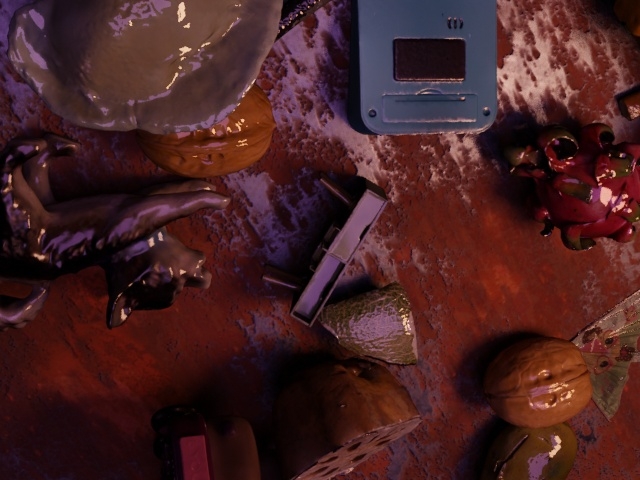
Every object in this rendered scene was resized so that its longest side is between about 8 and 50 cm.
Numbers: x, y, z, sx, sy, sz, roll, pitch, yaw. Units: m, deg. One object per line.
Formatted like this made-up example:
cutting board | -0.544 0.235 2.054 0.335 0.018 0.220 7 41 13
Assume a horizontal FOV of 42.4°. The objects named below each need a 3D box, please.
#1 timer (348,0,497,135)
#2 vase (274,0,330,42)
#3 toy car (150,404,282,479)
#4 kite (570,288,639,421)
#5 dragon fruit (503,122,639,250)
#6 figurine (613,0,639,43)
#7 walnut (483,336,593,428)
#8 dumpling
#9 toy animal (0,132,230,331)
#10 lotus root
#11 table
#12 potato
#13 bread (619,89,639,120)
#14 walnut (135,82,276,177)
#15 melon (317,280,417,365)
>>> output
timer | 0.160 -0.292 1.309 0.231 0.091 0.250 -2 100 -13
vase | -0.041 -0.339 1.229 0.167 0.059 0.059 -40 115 3
toy car | -0.153 0.422 1.364 0.240 0.271 0.341 -3 147 -15
kite | 0.590 0.224 1.647 0.267 0.013 0.323 6 110 -17
dragon fruit | 0.435 -0.108 1.387 0.273 0.218 0.198 51 47 -21
figurine | 0.682 -0.391 1.260 0.401 0.268 0.387 43 112 -8
walnut | 0.403 0.264 1.532 0.197 0.165 0.165 -8 113 -15
dumpling | -0.230 -0.290 1.076 0.320 0.270 0.212 -25 145 19
toy animal | -0.329 0.021 1.226 0.344 0.194 0.303 18 100 -18
lotus root | 0.028 0.293 1.395 0.272 0.192 0.272 -17 156 -8
table | 0.000 0.000 1.346 0.111 0.121 0.240 30 101 -5
potato | 0.405 0.446 1.611 0.169 0.143 0.248 18 105 -29
bread | 0.567 -0.244 1.444 0.083 0.036 0.047 -27 112 -6
walnut | -0.167 -0.170 1.205 0.206 0.159 0.159 -2 111 -5
melon | 0.098 0.128 1.436 0.202 0.093 0.140 24 106 -14
